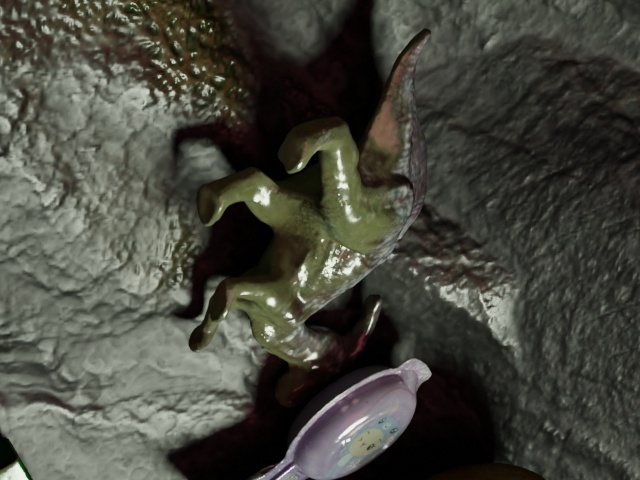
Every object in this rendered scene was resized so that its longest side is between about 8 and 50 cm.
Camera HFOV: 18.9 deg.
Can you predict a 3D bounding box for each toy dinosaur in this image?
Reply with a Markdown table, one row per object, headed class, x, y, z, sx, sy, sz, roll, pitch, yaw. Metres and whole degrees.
| class | x | y | z | sx | sy | sz | roll | pitch | yaw |
| --- | --- | --- | --- | --- | --- | --- | --- | --- | --- |
| toy dinosaur | -0.005 | -0.004 | 1.283 | 0.162 | 0.077 | 0.294 | -9 | 140 | -39 |

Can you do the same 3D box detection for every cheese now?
| class | x | y | z | sx | sy | sz | roll | pitch | yaw |
| --- | --- | --- | --- | --- | --- | --- | --- | --- | --- |
| cheese | 0.002 | 0.149 | 1.384 | 0.191 | 0.042 | 0.105 | -39 | 151 | 5 |

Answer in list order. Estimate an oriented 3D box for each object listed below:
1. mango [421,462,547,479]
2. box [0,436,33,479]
| class | x | y | z | sx | sy | sz | roll | pitch | yaw |
| --- | --- | --- | --- | --- | --- | --- | --- | --- | --- |
| mango | 0.082 | 0.300 | 1.463 | 0.193 | 0.146 | 0.316 | 20 | 116 | -32 |
| box | -0.224 | 0.255 | 1.336 | 0.132 | 0.034 | 0.235 | -29 | 127 | -11 |
